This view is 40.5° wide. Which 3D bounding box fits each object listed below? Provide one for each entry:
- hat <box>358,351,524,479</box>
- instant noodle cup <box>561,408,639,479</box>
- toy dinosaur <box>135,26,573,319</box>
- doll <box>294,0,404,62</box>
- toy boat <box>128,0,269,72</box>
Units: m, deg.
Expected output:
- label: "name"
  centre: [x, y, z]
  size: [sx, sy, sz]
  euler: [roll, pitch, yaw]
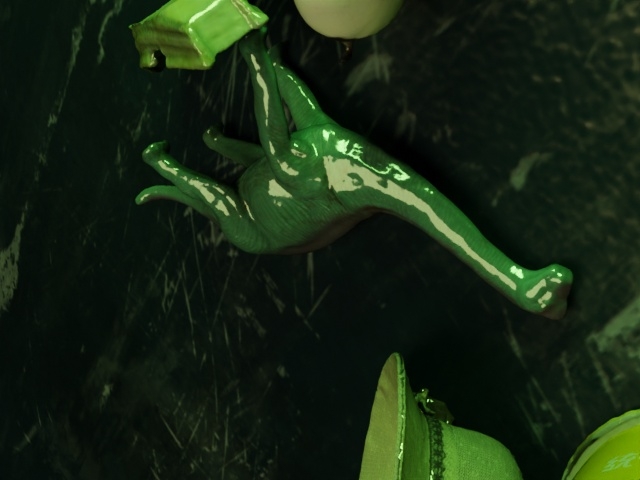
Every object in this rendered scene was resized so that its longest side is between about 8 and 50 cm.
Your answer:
- label: "hat"
  centre: [0.103, 0.232, 0.732]
  size: [0.130, 0.257, 0.257]
  euler: [10, 124, -2]
- label: "instant noodle cup"
  centre: [0.235, 0.301, 0.557]
  size: [0.325, 0.254, 0.326]
  euler: [23, 124, 39]
- label: "toy dinosaur"
  centre: [0.000, 0.000, 0.789]
  size: [0.331, 0.129, 0.383]
  euler: [52, 139, 2]
- label: "doll"
  centre: [-0.014, -0.269, 0.630]
  size: [0.271, 0.144, 0.208]
  euler: [46, 124, 37]
- label: "toy boat"
  centre: [-0.119, -0.180, 0.744]
  size: [0.055, 0.093, 0.293]
  euler: [55, 170, -18]
